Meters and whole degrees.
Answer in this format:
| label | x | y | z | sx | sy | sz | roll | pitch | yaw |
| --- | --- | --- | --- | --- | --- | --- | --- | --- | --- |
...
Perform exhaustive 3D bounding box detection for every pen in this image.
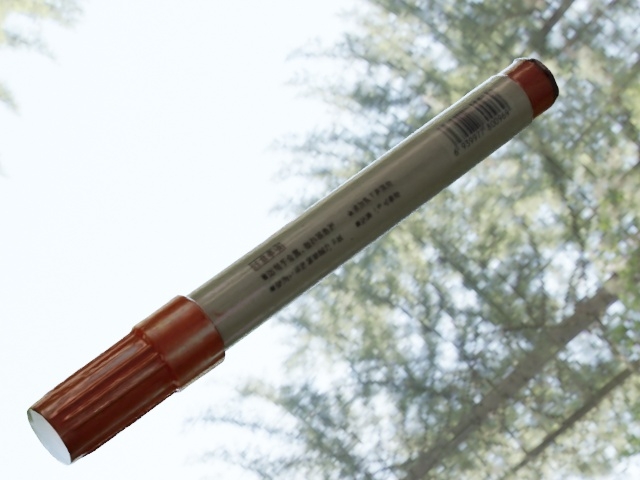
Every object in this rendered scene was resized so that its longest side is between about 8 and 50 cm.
| label | x | y | z | sx | sy | sz | roll | pitch | yaw |
| --- | --- | --- | --- | --- | --- | --- | --- | --- | --- |
| pen | 0.000 | 0.000 | 0.413 | 0.239 | 0.028 | 0.028 | -36 | -103 | -24 |
